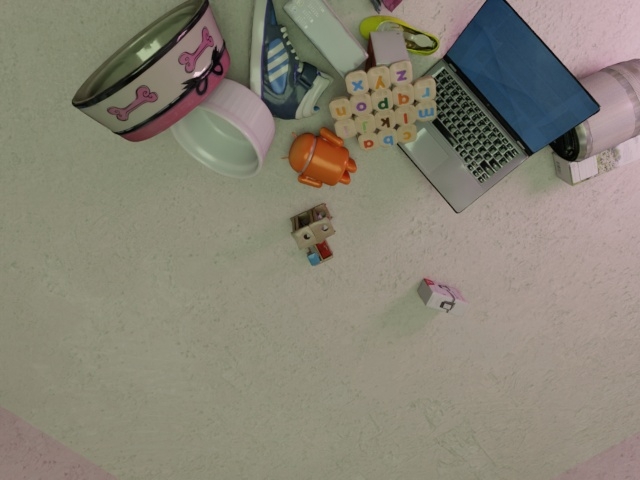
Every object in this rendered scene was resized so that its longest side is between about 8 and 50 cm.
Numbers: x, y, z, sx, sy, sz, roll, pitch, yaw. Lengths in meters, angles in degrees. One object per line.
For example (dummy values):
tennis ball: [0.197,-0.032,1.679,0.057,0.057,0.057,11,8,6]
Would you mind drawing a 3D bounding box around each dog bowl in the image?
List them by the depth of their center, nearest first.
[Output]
dog bowl: [-0.399,-0.412,1.150,0.407,0.408,0.150,-30,128,10]

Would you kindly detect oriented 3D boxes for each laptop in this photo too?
laptop: [0.414,-0.338,1.255,0.408,0.236,0.382,-41,87,15]

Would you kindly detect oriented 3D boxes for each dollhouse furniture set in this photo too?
dollhouse furniture set: [0.000,0.000,1.516,0.128,0.129,0.184,-24,114,7]

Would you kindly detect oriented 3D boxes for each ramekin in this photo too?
ramekin: [-0.258,-0.308,1.275,0.276,0.135,0.277,20,154,10]

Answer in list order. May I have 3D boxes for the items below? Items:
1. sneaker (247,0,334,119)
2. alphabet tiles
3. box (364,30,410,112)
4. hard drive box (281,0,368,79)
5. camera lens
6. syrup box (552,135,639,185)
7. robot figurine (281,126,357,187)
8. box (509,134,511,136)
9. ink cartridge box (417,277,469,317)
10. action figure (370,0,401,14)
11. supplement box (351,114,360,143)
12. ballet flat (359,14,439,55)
sneaker: [-0.077,-0.497,1.280,0.236,0.130,0.323,0,113,-14]
alphabet tiles: [0.172,-0.360,1.273,0.283,0.021,0.278,-10,144,10]
box: [0.176,-0.457,1.270,0.090,0.130,0.171,-3,150,-3]
hard drive box: [0.010,-0.549,1.222,0.089,0.181,0.232,-41,112,15]
camera lens: [0.806,-0.372,1.353,0.274,0.219,0.220,-25,115,7]
syrup box: [0.880,-0.273,1.477,0.236,0.096,0.093,-23,117,6]
robot figurine: [0.000,-0.245,1.400,0.219,0.128,0.158,20,157,-14]
box: [0.573,-0.324,1.409,0.072,0.126,0.137,21,112,-16]
ink cartridge box: [0.437,0.205,1.665,0.150,0.109,0.063,18,110,-13]
action figure: [0.264,-0.757,1.169,0.370,0.248,0.276,-31,88,11]
supplement box: [0.120,-0.331,1.403,0.036,0.062,0.099,-22,117,7]
ballet flat: [0.224,-0.567,1.288,0.230,0.077,0.077,12,113,-10]
